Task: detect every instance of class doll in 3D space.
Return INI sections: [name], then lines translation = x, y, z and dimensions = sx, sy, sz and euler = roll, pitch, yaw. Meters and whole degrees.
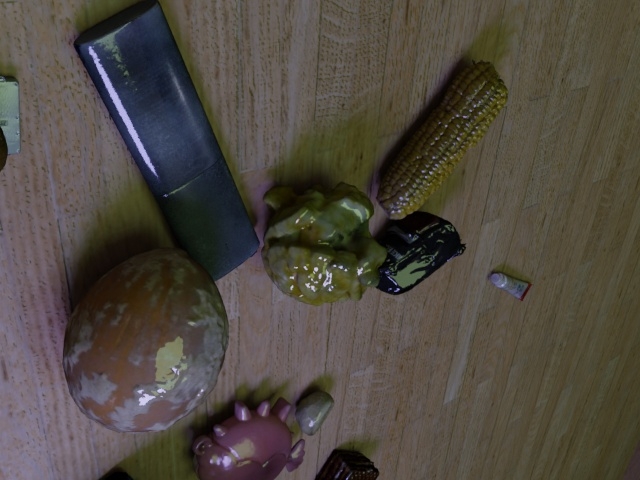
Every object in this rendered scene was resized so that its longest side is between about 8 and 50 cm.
[doll]
translation = -0.120, 0.369, 1.187
dimensions = 0.261, 0.093, 0.211
euler = 17, 102, -46

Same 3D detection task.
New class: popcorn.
[popcorn]
translation = 0.000, 0.000, 0.997
dimensions = 0.185, 0.167, 0.188
euler = 3, 76, -20

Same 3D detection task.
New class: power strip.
[power strip]
translation = -0.335, -0.129, 0.713
dimensions = 0.040, 0.016, 0.090
euler = -11, 123, -36

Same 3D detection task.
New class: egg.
[egg]
translation = -0.216, 0.125, 0.857
dimensions = 0.203, 0.203, 0.245
euler = 8, 112, -44

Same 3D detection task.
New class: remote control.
[remote control]
translation = -0.174, -0.101, 0.855
dimensions = 0.107, 0.044, 0.378
euler = -34, 135, -16

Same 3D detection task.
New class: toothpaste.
[toothpaste]
translation = 0.432, 0.103, 1.545
dimensions = 0.190, 0.031, 0.048
euler = 21, 99, -50

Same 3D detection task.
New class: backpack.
[backpack]
translation = 0.152, 0.017, 1.178
dimensions = 0.165, 0.120, 0.106
euler = -34, 114, -19

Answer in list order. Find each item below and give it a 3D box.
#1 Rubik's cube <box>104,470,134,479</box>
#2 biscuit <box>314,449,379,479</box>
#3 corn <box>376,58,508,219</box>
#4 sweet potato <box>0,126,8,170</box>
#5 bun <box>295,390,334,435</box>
[Rubik's cube]
translation = -0.300, 0.580, 1.030
dimensions = 0.293, 0.288, 0.284
euler = -38, 137, -18
[biscuit]
translation = -0.020, 0.624, 1.465
dimensions = 0.107, 0.073, 0.389
euler = 24, 99, -46
[corn]
translation = 0.195, -0.155, 1.105
dimensions = 0.292, 0.101, 0.101
euler = -53, 138, -2
[sweet potato]
translation = -0.425, -0.010, 0.659
dimensions = 0.310, 0.098, 0.124
euler = -53, 145, 5
[bun]
translation = -0.014, 0.315, 1.271
dimensions = 0.086, 0.054, 0.086
euler = -51, 161, -25
